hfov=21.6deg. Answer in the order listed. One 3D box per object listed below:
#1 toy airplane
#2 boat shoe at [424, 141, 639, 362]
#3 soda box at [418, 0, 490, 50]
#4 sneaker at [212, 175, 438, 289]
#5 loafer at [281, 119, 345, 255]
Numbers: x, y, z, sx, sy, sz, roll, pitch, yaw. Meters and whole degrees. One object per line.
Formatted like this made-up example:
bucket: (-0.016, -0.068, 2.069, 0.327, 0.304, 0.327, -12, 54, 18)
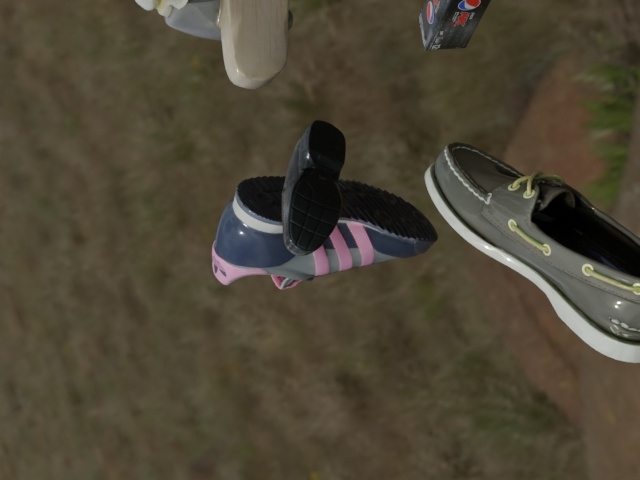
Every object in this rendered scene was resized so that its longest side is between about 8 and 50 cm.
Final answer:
toy airplane: (-0.099, -0.392, 1.737, 0.272, 0.386, 0.384, -20, 113, 35)
boat shoe: (0.219, -0.011, 1.583, 0.305, 0.109, 0.091, 44, 131, 33)
soda box: (0.172, -0.301, 2.083, 0.169, 0.060, 0.053, 116, 146, -65)
sneaker: (0.000, 0.000, 2.075, 0.131, 0.319, 0.112, -60, 44, 28)
loafer: (-0.013, -0.047, 1.787, 0.061, 0.062, 0.170, -43, 25, 47)
